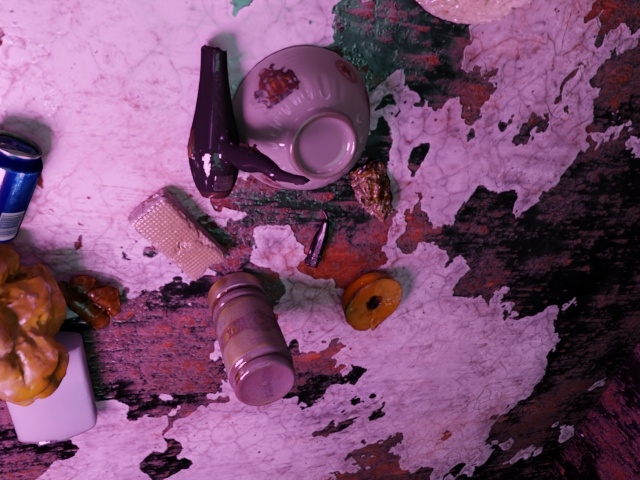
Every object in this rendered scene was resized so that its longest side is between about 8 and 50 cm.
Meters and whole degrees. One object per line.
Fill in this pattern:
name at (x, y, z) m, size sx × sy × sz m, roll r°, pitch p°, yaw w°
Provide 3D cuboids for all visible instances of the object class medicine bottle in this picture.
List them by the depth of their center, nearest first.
medicine bottle at (-0.171, 0.229, 1.242) m, size 0.151 × 0.322 × 0.151 m, roll -12°, pitch 127°, yaw -16°

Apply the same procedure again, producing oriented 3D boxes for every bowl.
bowl at (-0.017, -0.230, 1.106) m, size 0.337 × 0.157 × 0.337 m, roll -11°, pitch 125°, yaw -16°

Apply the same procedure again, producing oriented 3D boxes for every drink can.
drink can at (-0.606, -0.098, 0.967) m, size 0.118 × 0.118 × 0.205 m, roll 21°, pitch 111°, yaw -33°

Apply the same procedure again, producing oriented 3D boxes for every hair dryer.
hair dryer at (-0.133, -0.193, 0.972) m, size 0.120 × 0.359 × 0.303 m, roll -12°, pitch 120°, yaw -42°

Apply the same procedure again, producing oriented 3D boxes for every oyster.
oyster at (0.138, -0.120, 1.315) m, size 0.105 × 0.056 × 0.177 m, roll -23°, pitch 124°, yaw -17°

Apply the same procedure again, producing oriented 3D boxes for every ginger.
ginger at (-0.527, 0.136, 1.186) m, size 0.103 × 0.073 × 0.162 m, roll -37°, pitch 127°, yaw 3°

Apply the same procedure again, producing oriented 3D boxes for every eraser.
eraser at (-0.667, 0.366, 1.263) m, size 0.189 × 0.104 × 0.290 m, roll -3°, pitch 123°, yaw -15°

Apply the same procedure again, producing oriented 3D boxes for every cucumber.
cucumber at (0.000, 0.000, 1.346) m, size 0.039 × 0.043 × 0.163 m, roll -26°, pitch 143°, yaw -56°

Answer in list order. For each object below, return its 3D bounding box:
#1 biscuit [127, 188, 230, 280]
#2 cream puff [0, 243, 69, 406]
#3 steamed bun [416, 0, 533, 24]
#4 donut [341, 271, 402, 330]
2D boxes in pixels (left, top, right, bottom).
biscuit at (-0.321, -0.007, 1.186) m, size 0.108 × 0.062 × 0.239 m, roll -36°, pitch 129°, yaw 3°
cream puff at (-0.642, 0.161, 1.036) m, size 0.324 × 0.257 × 0.291 m, roll 29°, pitch 151°, yaw -2°
steamed bun at (0.297, -0.568, 0.981) m, size 0.290 × 0.273 × 0.272 m, roll 21°, pitch 155°, yaw -30°
donut at (0.143, 0.169, 1.497) m, size 0.190 × 0.074 × 0.174 m, roll -48°, pitch 126°, yaw 7°
